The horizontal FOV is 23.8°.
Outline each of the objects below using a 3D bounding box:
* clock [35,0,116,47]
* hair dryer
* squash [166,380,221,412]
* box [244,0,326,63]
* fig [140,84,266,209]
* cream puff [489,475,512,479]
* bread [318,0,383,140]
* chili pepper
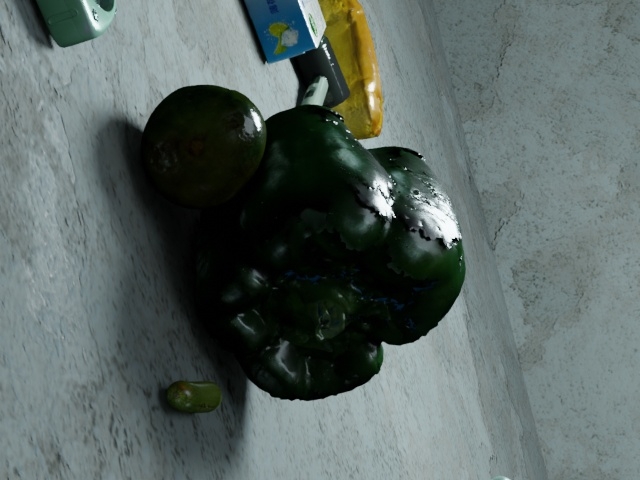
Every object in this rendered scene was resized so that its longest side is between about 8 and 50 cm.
[{"bbox_3d":[-0.204,-0.220,1.251,0.135,0.041,0.101,-75,146,-69],"label":"clock"},{"bbox_3d":[-0.010,-0.200,2.071,0.197,0.057,0.100,-77,147,-55],"label":"hair dryer"},{"bbox_3d":[-0.107,0.129,1.254,0.083,0.027,0.027,21,53,-73],"label":"squash"},{"bbox_3d":[-0.061,-0.341,1.958,0.139,0.073,0.194,-72,144,-69],"label":"box"},{"bbox_3d":[-0.107,-0.089,1.376,0.177,0.117,0.117,-112,-177,-79],"label":"fig"},{"bbox_3d":[0.173,0.447,1.605,0.378,0.276,0.378,7,80,-49],"label":"cream puff"},{"bbox_3d":[0.040,-0.259,2.262,0.102,0.094,0.245,62,16,-62],"label":"bread"},{"bbox_3d":[0.000,0.000,1.433,0.233,0.249,0.256,51,12,-31],"label":"chili pepper"}]
